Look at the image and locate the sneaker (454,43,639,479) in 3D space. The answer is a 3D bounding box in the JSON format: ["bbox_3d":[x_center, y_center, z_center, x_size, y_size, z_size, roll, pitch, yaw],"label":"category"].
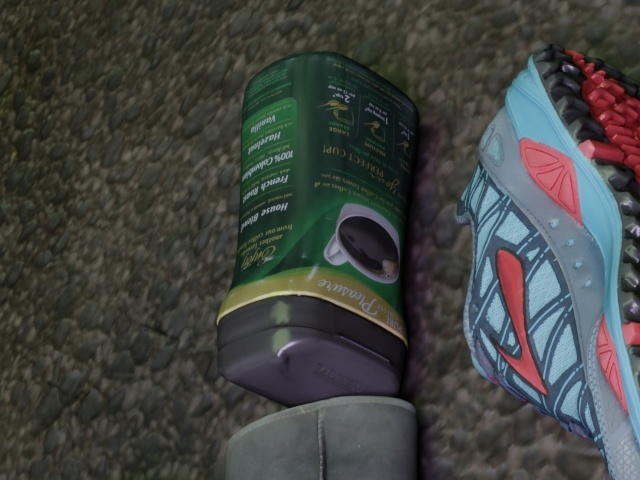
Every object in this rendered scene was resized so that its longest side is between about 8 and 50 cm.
[{"bbox_3d":[0.125,0.040,0.688,0.125,0.104,0.262,-54,31,36],"label":"sneaker"}]

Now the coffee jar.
[{"bbox_3d":[0.000,0.000,0.827,0.079,0.096,0.184,-23,50,40],"label":"coffee jar"}]

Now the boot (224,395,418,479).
[{"bbox_3d":[0.034,0.160,0.712,0.189,0.076,0.208,-6,36,13],"label":"boot"}]
